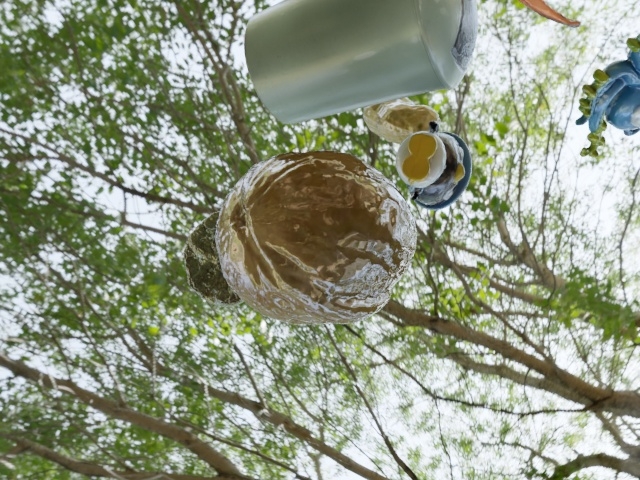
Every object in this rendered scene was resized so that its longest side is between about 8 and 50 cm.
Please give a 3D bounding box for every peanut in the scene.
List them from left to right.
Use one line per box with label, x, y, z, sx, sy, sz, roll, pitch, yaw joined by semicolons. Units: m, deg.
peanut;0.229;-0.355;1.569;0.147;0.147;0.305;-33;-147;-3

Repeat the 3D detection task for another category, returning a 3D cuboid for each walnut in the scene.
walnut;0.000;0.000;0.885;0.332;0.333;0.333;-7;-120;13

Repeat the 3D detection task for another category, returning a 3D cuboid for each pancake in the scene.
pancake;-0.243;0.052;1.368;0.253;0.037;0.254;1;-86;24

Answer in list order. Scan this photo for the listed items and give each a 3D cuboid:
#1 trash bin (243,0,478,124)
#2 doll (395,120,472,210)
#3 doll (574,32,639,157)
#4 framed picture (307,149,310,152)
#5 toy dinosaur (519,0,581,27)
trash bin;0.091;-0.402;1.073;0.431;0.280;0.281;-9;-121;29
doll;0.248;-0.154;1.161;0.141;0.314;0.177;18;-83;22
doll;0.661;-0.329;1.045;0.346;0.341;0.099;-30;-122;-6
framed picture;-0.025;-0.088;1.214;0.142;0.011;0.183;-41;-108;31
toy dinosaur;0.207;-0.350;0.620;0.055;0.101;0.280;-15;-106;-23
